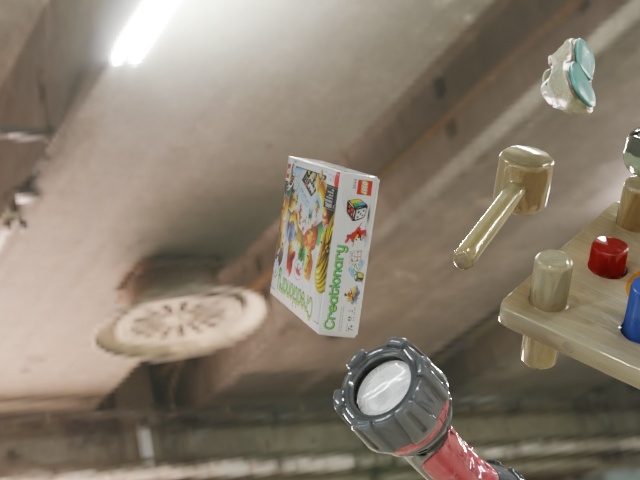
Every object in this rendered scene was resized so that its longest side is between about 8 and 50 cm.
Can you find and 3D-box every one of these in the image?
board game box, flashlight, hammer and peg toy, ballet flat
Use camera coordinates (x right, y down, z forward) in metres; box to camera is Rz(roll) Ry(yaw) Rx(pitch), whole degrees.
[{"bbox_3d":[0.000,0.000,1.750,0.053,0.193,0.305,6,5,-13],"label":"board game box"},{"bbox_3d":[0.130,0.212,1.354,0.103,0.103,0.304,-28,-48,19],"label":"flashlight"},{"bbox_3d":[0.295,0.047,1.365,0.266,0.361,0.127,-36,-40,-43],"label":"hammer and peg toy"},{"bbox_3d":[0.253,-0.160,1.421,0.052,0.057,0.168,-31,13,24],"label":"ballet flat"}]

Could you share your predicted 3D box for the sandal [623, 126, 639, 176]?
[{"bbox_3d":[0.380,-0.032,1.055,0.302,0.086,0.120,7,10,6],"label":"sandal"}]
